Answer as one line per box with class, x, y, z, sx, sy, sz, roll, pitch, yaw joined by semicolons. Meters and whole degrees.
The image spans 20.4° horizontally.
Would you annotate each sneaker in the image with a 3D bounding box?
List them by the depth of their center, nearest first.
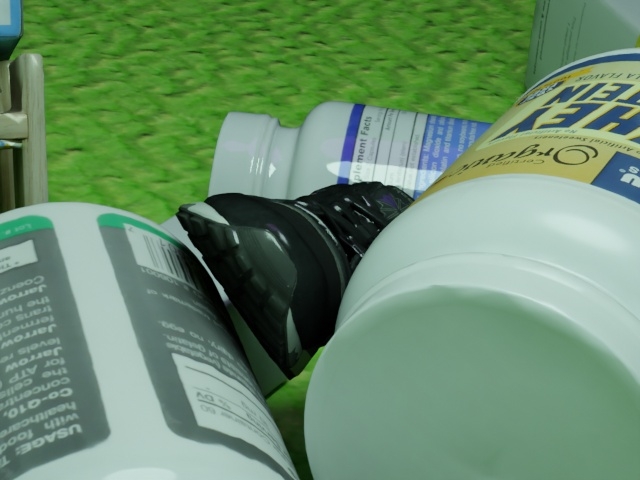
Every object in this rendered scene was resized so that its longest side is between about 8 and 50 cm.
sneaker;0.000;0.000;1.020;0.124;0.107;0.283;-34;-5;-3

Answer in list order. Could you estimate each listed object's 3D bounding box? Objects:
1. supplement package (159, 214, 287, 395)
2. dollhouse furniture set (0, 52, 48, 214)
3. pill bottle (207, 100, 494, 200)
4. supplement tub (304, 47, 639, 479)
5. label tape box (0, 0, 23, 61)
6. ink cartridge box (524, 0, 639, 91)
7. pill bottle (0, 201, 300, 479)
supplement package;-0.107;0.070;1.190;0.105;0.105;0.179;20;32;27
dollhouse furniture set;-0.364;0.003;1.198;0.362;0.257;0.394;-2;4;-17
pill bottle;0.056;-0.024;1.347;0.272;0.152;0.152;8;28;5
supplement tub;0.144;0.045;0.951;0.228;0.228;0.316;17;30;20
label tape box;-0.376;-0.188;1.447;0.240;0.106;0.333;-2;-1;-14
ink cartridge box;0.391;-0.133;1.601;0.279;0.160;0.385;-4;30;-18
pill bottle;-0.108;0.146;0.880;0.204;0.204;0.361;-2;28;-15
